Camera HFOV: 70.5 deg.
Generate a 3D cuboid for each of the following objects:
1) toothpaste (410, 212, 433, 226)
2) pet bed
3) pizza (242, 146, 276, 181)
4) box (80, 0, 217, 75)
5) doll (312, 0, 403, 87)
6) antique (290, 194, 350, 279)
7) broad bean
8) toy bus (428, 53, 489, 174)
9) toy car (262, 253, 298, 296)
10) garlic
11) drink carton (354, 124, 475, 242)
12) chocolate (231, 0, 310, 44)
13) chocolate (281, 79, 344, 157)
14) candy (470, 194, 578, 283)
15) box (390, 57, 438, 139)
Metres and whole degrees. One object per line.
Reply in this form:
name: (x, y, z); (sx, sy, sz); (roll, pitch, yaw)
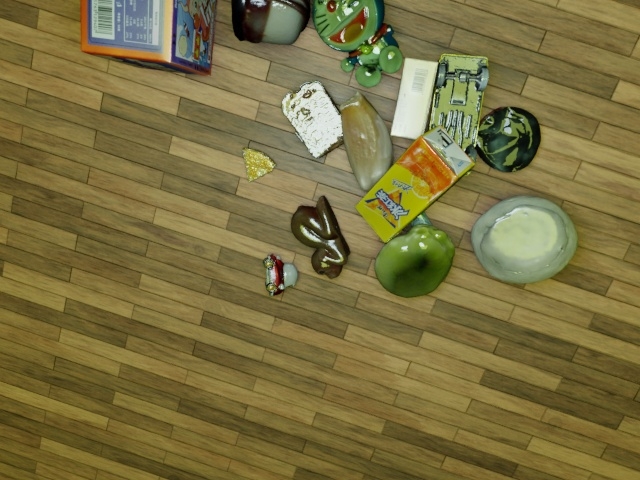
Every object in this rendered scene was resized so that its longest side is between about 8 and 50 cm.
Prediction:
toothpaste: (0.316, -0.064, 1.450); (0.075, 0.048, 0.296); (-34, 95, 22)
pet bed: (0.561, -0.305, 1.363); (0.202, 0.053, 0.201); (1, 104, 4)
pizza: (-0.212, -0.240, 1.466); (0.123, 0.026, 0.108); (29, 107, -4)
box: (-0.449, -0.655, 1.238); (0.257, 0.318, 0.348); (8, 103, 4)
doll: (0.099, -0.601, 1.272); (0.199, 0.186, 0.321); (-22, 115, 31)
antique: (0.000, 0.000, 1.456); (0.144, 0.121, 0.256); (-24, 99, 13)
broad bean: (0.291, 0.069, 1.411); (0.238, 0.119, 0.290); (9, 133, -9)
toy bus: (0.382, -0.356, 1.317); (0.144, 0.152, 0.329); (6, 103, 3)
toy car: (-0.131, 0.112, 1.510); (0.112, 0.112, 0.139); (-5, 94, -8)
garlic: (0.145, -0.285, 1.343); (0.144, 0.112, 0.317); (-25, 121, -5)
drink carton: (0.255, -0.148, 1.292); (0.154, 0.111, 0.351); (51, 141, 7)
chocolate: (-0.111, -0.665, 1.231); (0.187, 0.283, 0.283); (14, 104, 2)
chocolate: (-0.013, -0.370, 1.381); (0.149, 0.093, 0.214); (-31, 100, 10)
candy: (0.610, -0.003, 1.366); (0.296, 0.185, 0.295); (7, 108, 20)
box: (0.266, -0.400, 1.308); (0.095, 0.168, 0.211); (11, 104, 5)
